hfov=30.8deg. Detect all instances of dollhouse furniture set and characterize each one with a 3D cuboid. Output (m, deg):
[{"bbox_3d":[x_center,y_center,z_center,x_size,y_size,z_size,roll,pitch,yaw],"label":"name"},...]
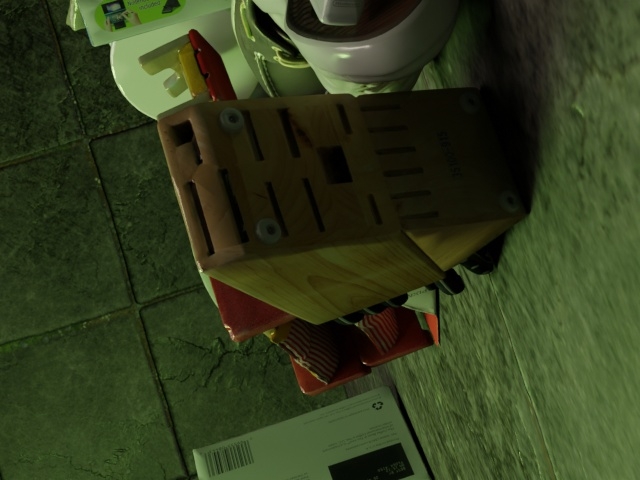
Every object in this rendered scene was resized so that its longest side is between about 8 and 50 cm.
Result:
[{"bbox_3d":[-0.039,-0.046,1.232,0.201,0.152,0.374,45,-160,-58],"label":"dollhouse furniture set"}]

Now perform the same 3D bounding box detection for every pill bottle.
[{"bbox_3d":[-0.163,-0.315,1.440,0.363,0.210,0.210,-96,-6,-51],"label":"pill bottle"}]

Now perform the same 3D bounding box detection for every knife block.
[{"bbox_3d":[0.000,0.000,0.735,0.242,0.276,0.088,-42,62,53],"label":"knife block"}]

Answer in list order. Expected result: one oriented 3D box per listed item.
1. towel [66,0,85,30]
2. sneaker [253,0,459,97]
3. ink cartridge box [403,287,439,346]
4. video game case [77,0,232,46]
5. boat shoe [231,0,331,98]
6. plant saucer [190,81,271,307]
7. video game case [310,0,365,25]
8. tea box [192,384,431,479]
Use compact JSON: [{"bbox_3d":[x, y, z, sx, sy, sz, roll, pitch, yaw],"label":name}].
[{"bbox_3d":[-0.251,-0.486,1.667,0.312,0.056,0.324,-59,-8,-51],"label":"towel"},{"bbox_3d":[0.041,-0.135,0.733,0.123,0.106,0.290,46,-176,-23],"label":"sneaker"},{"bbox_3d":[0.062,-0.012,1.126,0.224,0.056,0.181,82,170,-58],"label":"ink cartridge box"},{"bbox_3d":[-0.142,-0.323,1.214,0.269,0.244,0.061,-112,7,-49],"label":"video game case"},{"bbox_3d":[-0.027,-0.216,1.071,0.305,0.109,0.091,84,174,-53],"label":"boat shoe"},{"bbox_3d":[-0.070,-0.066,1.756,0.400,0.100,0.400,-3,-90,-67],"label":"plant saucer"},{"bbox_3d":[0.000,-0.261,0.614,0.227,0.026,0.206,-110,25,-45],"label":"video game case"},{"bbox_3d":[0.012,0.448,1.787,0.220,0.329,0.323,-113,8,-55],"label":"tea box"}]
